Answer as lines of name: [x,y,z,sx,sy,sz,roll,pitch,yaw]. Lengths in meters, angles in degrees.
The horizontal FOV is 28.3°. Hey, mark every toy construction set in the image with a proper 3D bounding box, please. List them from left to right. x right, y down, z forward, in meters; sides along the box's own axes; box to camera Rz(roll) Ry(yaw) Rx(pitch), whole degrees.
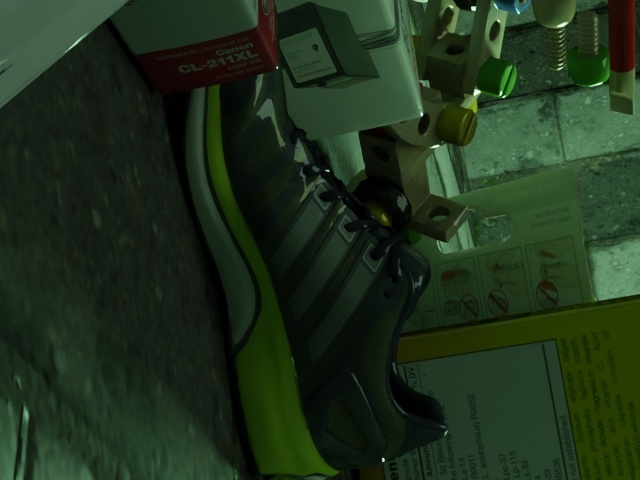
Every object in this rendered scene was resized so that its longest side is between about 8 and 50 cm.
toy construction set: [0.134,-0.121,1.171,0.257,0.309,0.237,-74,158,-50]

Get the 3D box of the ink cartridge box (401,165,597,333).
ink cartridge box: [0.214,0.136,1.339,0.091,0.308,0.384,-5,84,-36]

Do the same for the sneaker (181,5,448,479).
sneaker: [0.000,0.000,0.755,0.111,0.121,0.299,-60,139,-74]

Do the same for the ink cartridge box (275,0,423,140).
ink cartridge box: [-0.012,-0.227,0.923,0.273,0.115,0.198,60,22,-61]

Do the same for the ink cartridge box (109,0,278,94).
ink cartridge box: [-0.079,-0.176,0.633,0.175,0.072,0.127,62,22,-61]

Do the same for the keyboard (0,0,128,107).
keyboard: [-0.100,-0.097,0.432,0.256,0.014,0.072,-57,133,-51]

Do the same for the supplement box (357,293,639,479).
supplement box: [0.215,0.155,1.103,0.195,0.357,0.194,8,72,-79]
